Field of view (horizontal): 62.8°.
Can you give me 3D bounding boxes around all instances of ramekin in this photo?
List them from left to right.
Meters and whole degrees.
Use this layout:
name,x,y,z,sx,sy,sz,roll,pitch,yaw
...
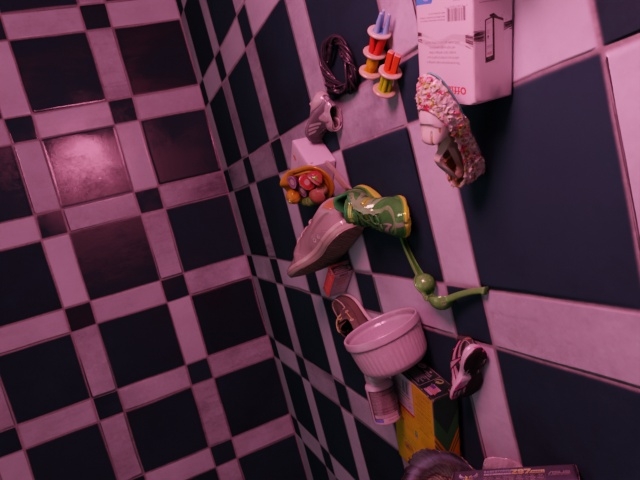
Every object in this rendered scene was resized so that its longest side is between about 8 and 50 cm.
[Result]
name,x,y,z,sx,sy,sz,roll,pitch,yaw
ramekin,0.174,0.267,1.348,0.109,0.207,0.207,65,160,-3

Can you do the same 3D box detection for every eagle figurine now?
name,x,y,z,sx,sy,sz,roll,pitch,yaw
eagle figurine,0.327,0.599,1.195,0.298,0.225,0.226,112,156,-77

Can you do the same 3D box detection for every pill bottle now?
name,x,y,z,sx,sy,sz,roll,pitch,yaw
pill bottle,0.163,0.412,1.397,0.078,0.078,0.137,177,78,-69

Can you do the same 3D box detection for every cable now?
name,x,y,z,sx,sy,sz,roll,pitch,yaw
cable,0.050,-0.449,1.338,0.184,0.047,0.151,-149,51,-65

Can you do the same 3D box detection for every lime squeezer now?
name,x,y,z,sx,sy,sz,roll,pitch,yaw
lime squeezer,0.255,0.092,1.199,0.310,0.058,0.110,-139,37,-57

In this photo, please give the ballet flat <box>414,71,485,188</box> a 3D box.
name,x,y,z,sx,sy,sz,roll,pitch,yaw
ballet flat,0.219,-0.175,0.902,0.241,0.077,0.091,46,172,-37

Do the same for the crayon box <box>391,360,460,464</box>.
name,x,y,z,sx,sy,sz,roll,pitch,yaw
crayon box,0.275,0.484,1.382,0.202,0.081,0.319,-145,44,-61

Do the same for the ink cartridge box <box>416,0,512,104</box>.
name,x,y,z,sx,sy,sz,roll,pitch,yaw
ink cartridge box,0.235,-0.339,0.867,0.148,0.086,0.203,36,139,58

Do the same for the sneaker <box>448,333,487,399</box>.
name,x,y,z,sx,sy,sz,roll,pitch,yaw
sneaker,0.323,0.281,1.179,0.077,0.072,0.178,-113,26,-51

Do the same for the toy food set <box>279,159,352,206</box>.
name,x,y,z,sx,sy,sz,roll,pitch,yaw
toy food set,-0.033,-0.150,1.537,0.218,0.071,0.128,-12,126,40

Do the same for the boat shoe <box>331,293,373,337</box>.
name,x,y,z,sx,sy,sz,roll,pitch,yaw
boat shoe,0.104,0.267,1.679,0.305,0.091,0.109,42,144,54

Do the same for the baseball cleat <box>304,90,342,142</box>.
name,x,y,z,sx,sy,sz,roll,pitch,yaw
baseball cleat,0.008,-0.327,1.494,0.109,0.072,0.206,48,161,19

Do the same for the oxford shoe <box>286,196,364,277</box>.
name,x,y,z,sx,sy,sz,roll,pitch,yaw
oxford shoe,0.000,0.000,1.641,0.130,0.169,0.449,64,151,15

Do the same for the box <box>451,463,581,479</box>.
name,x,y,z,sx,sy,sz,roll,pitch,yaw
box,0.382,0.526,0.989,0.059,0.232,0.183,-30,-74,-70

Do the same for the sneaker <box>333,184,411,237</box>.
name,x,y,z,sx,sy,sz,roll,pitch,yaw
sneaker,0.126,-0.064,1.313,0.295,0.123,0.109,29,132,61

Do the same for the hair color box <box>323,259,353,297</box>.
name,x,y,z,sx,sy,sz,roll,pitch,yaw
hair color box,0.057,0.127,1.720,0.043,0.072,0.141,62,156,29

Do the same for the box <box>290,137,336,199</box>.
name,x,y,z,sx,sy,sz,roll,pitch,yaw
box,-0.027,-0.218,1.638,0.170,0.091,0.130,99,148,-51

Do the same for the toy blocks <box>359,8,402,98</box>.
name,x,y,z,sx,sy,sz,roll,pitch,yaw
toy blocks,0.137,-0.400,1.122,0.148,0.054,0.123,102,146,-52

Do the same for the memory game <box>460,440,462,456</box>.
name,x,y,z,sx,sy,sz,roll,pitch,yaw
memory game,0.321,0.504,1.415,0.186,0.012,0.186,163,90,-71
